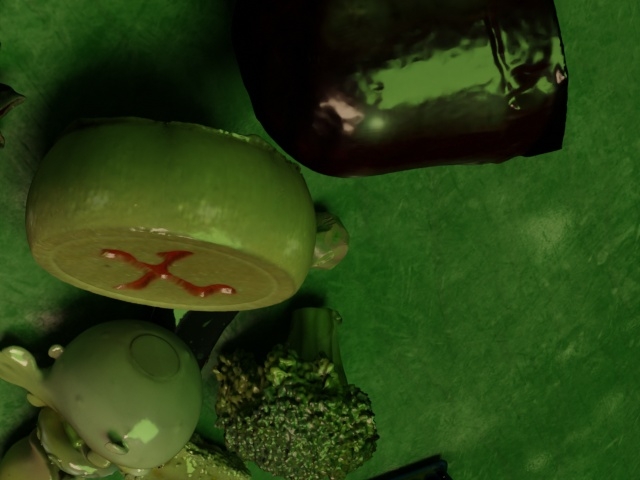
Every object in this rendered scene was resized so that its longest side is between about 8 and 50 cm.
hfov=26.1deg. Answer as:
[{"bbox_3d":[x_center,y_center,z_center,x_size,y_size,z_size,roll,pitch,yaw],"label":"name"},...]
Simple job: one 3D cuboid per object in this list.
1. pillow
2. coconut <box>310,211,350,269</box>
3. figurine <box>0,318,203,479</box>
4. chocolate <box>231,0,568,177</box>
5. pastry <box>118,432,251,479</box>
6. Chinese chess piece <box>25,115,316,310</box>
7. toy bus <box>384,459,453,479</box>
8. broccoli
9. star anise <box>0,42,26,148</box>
[{"bbox_3d":[-0.203,0.152,1.951,0.141,0.055,0.208,9,121,-39],"label":"pillow"},{"bbox_3d":[0.000,0.000,1.939,0.081,0.083,0.082,25,89,-59],"label":"coconut"},{"bbox_3d":[-0.341,0.246,1.867,0.274,0.226,0.394,35,127,-12],"label":"figurine"},{"bbox_3d":[0.071,-0.225,1.580,0.331,0.384,0.384,-19,139,-4],"label":"chocolate"},{"bbox_3d":[-0.203,0.353,2.134,0.121,0.089,0.258,-33,140,14],"label":"pastry"},{"bbox_3d":[-0.172,-0.022,1.614,0.338,0.140,0.338,7,161,2],"label":"Chinese chess piece"},{"bbox_3d":[0.138,0.527,2.485,0.287,0.175,0.138,-15,136,-26],"label":"toy bus"},{"bbox_3d":[-0.037,0.240,2.027,0.235,0.260,0.288,-21,-176,-38],"label":"broccoli"},{"bbox_3d":[-0.427,-0.129,1.480,0.231,0.089,0.209,-5,120,-41],"label":"star anise"}]
